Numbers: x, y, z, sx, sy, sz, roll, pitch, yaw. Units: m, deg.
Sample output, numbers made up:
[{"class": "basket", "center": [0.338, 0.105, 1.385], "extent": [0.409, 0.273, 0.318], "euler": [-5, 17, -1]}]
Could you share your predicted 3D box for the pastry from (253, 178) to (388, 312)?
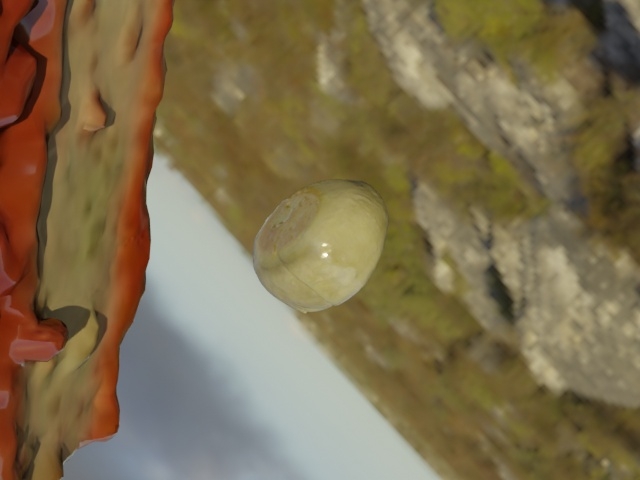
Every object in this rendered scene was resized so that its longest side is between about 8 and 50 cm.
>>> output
[{"class": "pastry", "center": [0.000, 0.000, 1.688], "extent": [0.092, 0.156, 0.156], "euler": [44, 179, -29]}]

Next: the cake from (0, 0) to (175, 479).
[{"class": "cake", "center": [-0.204, -0.059, 0.430], "extent": [0.270, 0.269, 0.319], "euler": [17, -165, 22]}]
